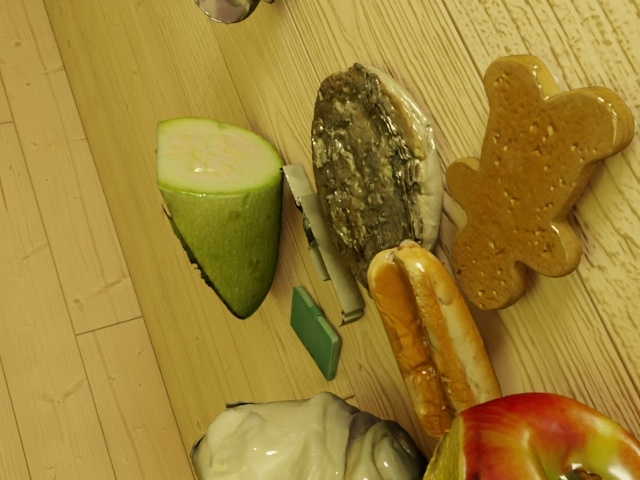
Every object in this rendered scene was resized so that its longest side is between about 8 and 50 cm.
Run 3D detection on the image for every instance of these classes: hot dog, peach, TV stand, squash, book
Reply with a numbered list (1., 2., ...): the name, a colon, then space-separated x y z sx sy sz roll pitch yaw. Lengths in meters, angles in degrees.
1. hot dog: 0.124 0.114 0.646 0.102 0.076 0.249 -14 106 37
2. peach: 0.165 0.274 0.487 0.245 0.249 0.274 38 134 20
3. TV stand: 0.000 0.000 0.892 0.249 0.036 0.042 68 154 14
4. squash: -0.172 -0.012 1.033 0.233 0.210 0.308 -109 26 -48
5. book: -0.011 0.147 1.007 0.135 0.017 0.103 51 147 40

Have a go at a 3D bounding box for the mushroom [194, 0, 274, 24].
1. mushroom: -0.108 -0.393 0.820 0.117 0.141 0.188 -84 13 -52

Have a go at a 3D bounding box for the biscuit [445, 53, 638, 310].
1. biscuit: 0.174 -0.037 0.543 0.158 0.035 0.240 54 146 40

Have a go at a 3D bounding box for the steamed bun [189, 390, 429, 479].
1. steamed bun: 0.033 0.335 0.781 0.394 0.237 0.346 47 180 2

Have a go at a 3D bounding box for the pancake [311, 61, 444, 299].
1. pancake: 0.056 -0.065 0.738 0.282 0.049 0.282 36 133 52
